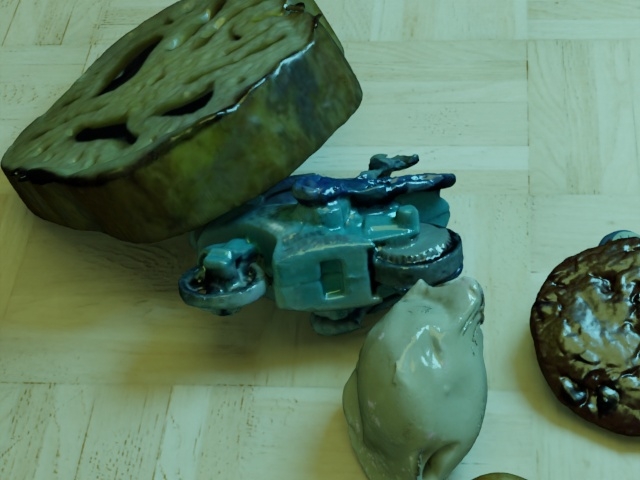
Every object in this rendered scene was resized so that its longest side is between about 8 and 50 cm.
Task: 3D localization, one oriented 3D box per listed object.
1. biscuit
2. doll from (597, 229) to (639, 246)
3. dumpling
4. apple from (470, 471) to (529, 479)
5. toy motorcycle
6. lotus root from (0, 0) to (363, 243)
[{"bbox_3d":[0.274,0.080,1.260,0.192,0.049,0.192,-6,58,10],"label":"biscuit"},{"bbox_3d":[0.297,0.021,1.339,0.083,0.050,0.076,-9,58,-4],"label":"doll"},{"bbox_3d":[0.077,0.121,1.214,0.136,0.118,0.199,15,83,59],"label":"dumpling"},{"bbox_3d":[0.137,0.238,1.106,0.126,0.102,0.126,-4,44,4],"label":"apple"},{"bbox_3d":[0.000,0.000,1.336,0.260,0.154,0.206,-7,27,-1],"label":"toy motorcycle"},{"bbox_3d":[-0.143,-0.130,1.435,0.375,0.111,0.390,-19,29,14],"label":"lotus root"}]
